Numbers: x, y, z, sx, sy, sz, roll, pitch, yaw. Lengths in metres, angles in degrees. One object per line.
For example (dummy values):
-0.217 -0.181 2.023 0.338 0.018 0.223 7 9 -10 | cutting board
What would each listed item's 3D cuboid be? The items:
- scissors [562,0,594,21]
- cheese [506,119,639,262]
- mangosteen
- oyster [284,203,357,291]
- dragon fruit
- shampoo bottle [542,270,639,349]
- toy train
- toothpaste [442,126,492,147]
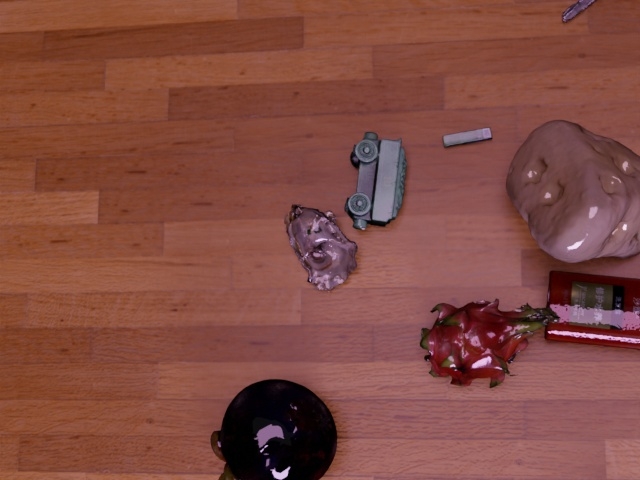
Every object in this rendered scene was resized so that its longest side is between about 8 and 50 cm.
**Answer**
0.555 -0.498 1.796 0.360 0.029 0.191 -40 77 0 | scissors
0.394 -0.079 1.635 0.248 0.251 0.174 41 125 24 | cheese
-0.083 0.331 1.680 0.194 0.194 0.230 54 126 14 | mangosteen
0.001 -0.001 1.781 0.108 0.053 0.166 -36 83 28 | oyster
0.269 0.160 1.654 0.235 0.135 0.137 -7 72 26 | dragon fruit
0.516 0.119 1.661 0.314 0.076 0.118 6 65 10 | shampoo bottle
0.095 -0.100 1.779 0.099 0.070 0.172 7 81 0 | toy train
0.253 -0.178 1.792 0.083 0.017 0.020 -10 81 8 | toothpaste
